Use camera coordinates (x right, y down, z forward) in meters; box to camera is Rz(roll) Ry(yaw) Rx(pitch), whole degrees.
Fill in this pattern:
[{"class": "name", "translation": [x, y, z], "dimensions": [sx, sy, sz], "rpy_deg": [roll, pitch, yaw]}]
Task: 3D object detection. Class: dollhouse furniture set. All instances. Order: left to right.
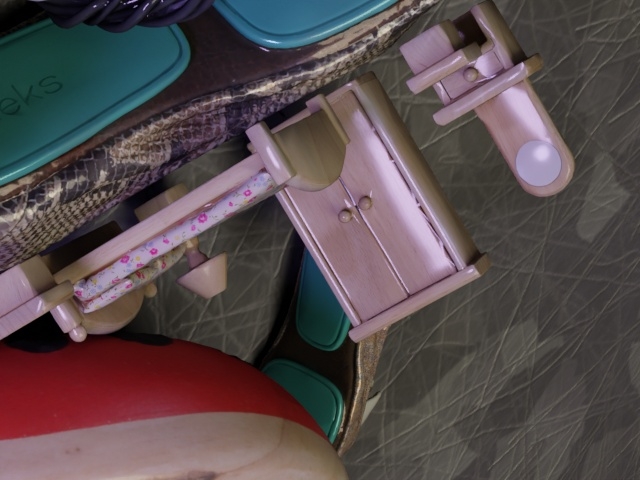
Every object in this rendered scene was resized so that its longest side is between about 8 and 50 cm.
[{"class": "dollhouse furniture set", "translation": [0.000, 0.000, 1.263], "dimensions": [0.303, 0.174, 0.355], "rpy_deg": [-30, -178, 22]}]

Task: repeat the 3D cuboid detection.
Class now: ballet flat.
[{"class": "ballet flat", "translation": [-0.086, -0.125, 1.282], "dimensions": [0.482, 0.164, 0.182], "rpy_deg": [-33, 160, -18]}, {"class": "ballet flat", "translation": [0.017, 0.096, 1.581], "dimensions": [0.106, 0.107, 0.316], "rpy_deg": [-8, 126, -52]}]

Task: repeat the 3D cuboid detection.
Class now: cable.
[{"class": "cable", "translation": [-0.116, -0.200, 1.140], "dimensions": [0.047, 0.184, 0.151], "rpy_deg": [-33, 125, -69]}]

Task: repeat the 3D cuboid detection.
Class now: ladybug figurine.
[{"class": "ladybug figurine", "translation": [-0.182, 0.166, 1.313], "dimensions": [0.449, 0.162, 0.305], "rpy_deg": [1, 154, -36]}]
